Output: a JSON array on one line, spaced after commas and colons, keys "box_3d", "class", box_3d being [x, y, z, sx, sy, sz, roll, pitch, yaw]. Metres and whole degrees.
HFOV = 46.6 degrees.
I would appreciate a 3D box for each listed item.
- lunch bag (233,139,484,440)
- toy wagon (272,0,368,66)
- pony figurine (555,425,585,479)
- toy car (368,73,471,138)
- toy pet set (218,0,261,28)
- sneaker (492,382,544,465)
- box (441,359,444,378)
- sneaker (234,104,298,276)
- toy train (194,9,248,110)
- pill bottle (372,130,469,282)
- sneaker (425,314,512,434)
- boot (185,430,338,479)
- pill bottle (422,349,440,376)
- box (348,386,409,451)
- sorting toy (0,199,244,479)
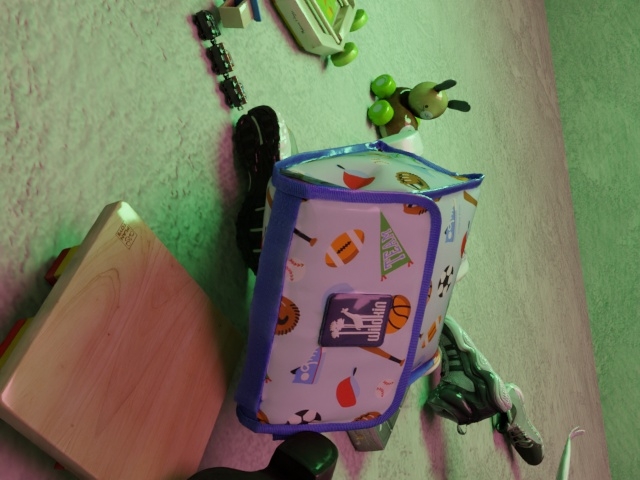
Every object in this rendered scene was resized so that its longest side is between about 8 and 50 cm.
[{"box_3d": [0.043, 0.054, 0.990, 0.385, 0.239, 0.328, -15, 120, -57], "class": "lunch bag"}, {"box_3d": [0.003, -0.512, 1.441, 0.267, 0.068, 0.344, 53, 37, -37], "class": "toy wagon"}, {"box_3d": [0.456, 0.598, 1.520, 0.303, 0.363, 0.351, 56, 36, -32], "class": "pony figurine"}, {"box_3d": [0.223, -0.286, 1.612, 0.155, 0.188, 0.149, 44, 44, -44], "class": "toy car"}, {"box_3d": [-0.122, -0.387, 1.138, 0.114, 0.122, 0.065, 78, 31, -41], "class": "toy pet set"}, {"box_3d": [0.497, 0.495, 1.925, 0.132, 0.086, 0.229, -20, 87, -55], "class": "sneaker"}, {"box_3d": [0.329, 0.301, 1.747, 0.162, 0.029, 0.116, 43, 46, -44], "class": "box"}, {"box_3d": [-0.065, -0.069, 1.140, 0.108, 0.100, 0.272, 28, 56, -60], "class": "sneaker"}, {"box_3d": [-0.150, -0.275, 1.138, 0.036, 0.027, 0.158, -56, 128, -65], "class": "toy train"}, {"box_3d": [0.176, -0.056, 1.472, 0.169, 0.169, 0.302, -39, 114, -57], "class": "pill bottle"}, {"box_3d": [0.274, 0.281, 1.588, 0.268, 0.153, 0.101, 55, -3, 34], "class": "sneaker"}, {"box_3d": [-0.109, 0.371, 0.842, 0.264, 0.096, 0.280, -20, 134, -57], "class": "boot"}, {"box_3d": [0.172, 0.187, 1.461, 0.152, 0.086, 0.086, 64, 33, -22], "class": "pill bottle"}, {"box_3d": [0.075, 0.224, 1.312, 0.231, 0.056, 0.183, 65, 33, -21], "class": "box"}, {"box_3d": [-0.220, 0.139, 0.806, 0.255, 0.089, 0.257, 56, 36, -34], "class": "sorting toy"}]
